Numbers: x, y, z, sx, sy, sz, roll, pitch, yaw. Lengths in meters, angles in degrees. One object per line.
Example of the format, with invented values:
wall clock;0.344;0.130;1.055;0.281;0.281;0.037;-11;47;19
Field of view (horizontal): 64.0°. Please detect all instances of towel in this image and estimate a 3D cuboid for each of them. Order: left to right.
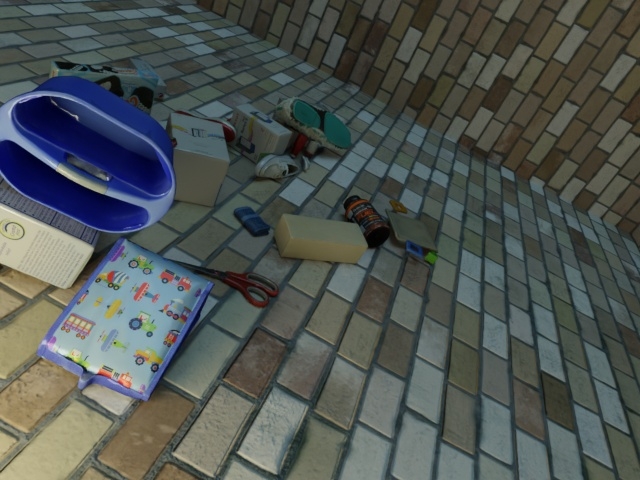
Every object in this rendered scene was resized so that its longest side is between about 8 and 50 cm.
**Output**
towel;-0.208;-0.061;1.557;0.067;0.029;0.119;-13;49;-46

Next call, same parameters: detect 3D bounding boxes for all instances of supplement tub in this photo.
supplement tub;0.152;-0.072;1.775;0.105;0.106;0.198;3;38;-35

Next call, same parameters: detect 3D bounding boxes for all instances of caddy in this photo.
caddy;-0.448;-0.158;1.003;0.341;0.241;0.179;29;26;-27

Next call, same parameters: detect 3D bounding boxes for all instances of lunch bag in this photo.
lunch bag;-0.380;0.167;1.014;0.220;0.138;0.293;28;40;-4

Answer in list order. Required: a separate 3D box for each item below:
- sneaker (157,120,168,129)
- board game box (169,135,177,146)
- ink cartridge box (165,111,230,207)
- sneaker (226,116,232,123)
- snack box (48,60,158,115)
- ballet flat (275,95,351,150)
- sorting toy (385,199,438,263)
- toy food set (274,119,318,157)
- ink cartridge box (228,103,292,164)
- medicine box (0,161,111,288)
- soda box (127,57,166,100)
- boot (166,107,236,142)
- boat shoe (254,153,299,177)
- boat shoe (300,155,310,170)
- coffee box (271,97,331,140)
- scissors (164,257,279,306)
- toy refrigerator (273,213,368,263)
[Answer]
sneaker;-0.493;-0.352;1.700;0.212;0.080;0.094;19;56;-11
board game box;-0.547;-0.276;1.424;0.281;0.027;0.145;22;51;29
ink cartridge box;-0.390;-0.249;1.559;0.168;0.171;0.233;10;35;-25
sneaker;-0.331;-0.503;2.082;0.042;0.067;0.118;41;34;22
snack box;-0.687;-0.453;1.622;0.321;0.187;0.060;-13;49;-46
ballet flat;-0.032;-0.484;2.127;0.408;0.147;0.147;20;26;-49
sorting toy;0.331;-0.029;1.905;0.195;0.047;0.348;19;32;-21
toy food set;-0.107;-0.389;2.088;0.232;0.105;0.111;21;12;-45
ink cartridge box;-0.234;-0.384;1.894;0.212;0.154;0.093;37;33;14
medicine box;-0.613;-0.083;1.093;0.289;0.149;0.264;30;31;-26
soda box;-0.681;-0.629;2.003;0.073;0.069;0.216;-6;43;-41
boot;-0.430;-0.381;1.814;0.244;0.089;0.176;16;32;-3
boat shoe;-0.148;-0.264;1.850;0.075;0.083;0.226;35;31;15
boat shoe;-0.055;-0.304;2.031;0.035;0.035;0.100;12;27;-19
coffee box;-0.081;-0.522;2.229;0.246;0.141;0.098;-4;42;-40
scissors;-0.249;0.087;1.321;0.296;0.021;0.109;25;34;-2
toy refrigerator;0.000;0.000;1.568;0.269;0.094;0.102;6;44;-30
